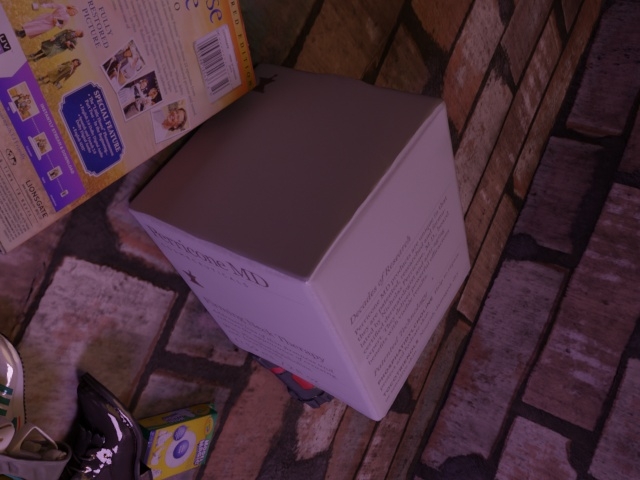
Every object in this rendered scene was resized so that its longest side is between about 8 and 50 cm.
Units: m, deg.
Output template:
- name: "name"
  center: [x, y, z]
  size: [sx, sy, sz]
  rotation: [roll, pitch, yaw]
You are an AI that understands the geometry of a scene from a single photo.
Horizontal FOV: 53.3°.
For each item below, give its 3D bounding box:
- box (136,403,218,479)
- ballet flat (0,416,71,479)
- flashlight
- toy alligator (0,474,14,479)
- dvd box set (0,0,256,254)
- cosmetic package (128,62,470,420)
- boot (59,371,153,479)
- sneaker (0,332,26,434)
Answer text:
- name: "box"
  center: [-0.242, 0.341, 1.080]
  size: [0.179, 0.043, 0.105]
  rotation: [2, 106, -59]
- name: "ballet flat"
  center: [-0.363, 0.233, 0.725]
  size: [0.068, 0.072, 0.213]
  rotation: [-58, 152, -16]
- name: "flashlight"
  center: [-0.043, 0.247, 1.274]
  size: [0.103, 0.103, 0.304]
  rotation: [-61, 146, -19]
- name: "toy alligator"
  center: [-0.435, 0.305, 0.758]
  size: [0.190, 0.051, 0.056]
  rotation: [-3, 142, -38]
- name: "dvd box set"
  center: [-0.257, -0.225, 0.719]
  size: [0.420, 0.062, 0.307]
  rotation: [-45, 140, -34]
- name: "cosmetic package"
  center: [0.000, 0.000, 0.982]
  size: [0.327, 0.329, 0.393]
  rotation: [-53, 144, -23]
- name: "boot"
  center: [-0.355, 0.334, 0.868]
  size: [0.229, 0.091, 0.263]
  rotation: [-30, 124, -35]
- name: "sneaker"
  center: [-0.393, 0.179, 0.742]
  size: [0.075, 0.057, 0.161]
  rotation: [-31, 135, -53]
